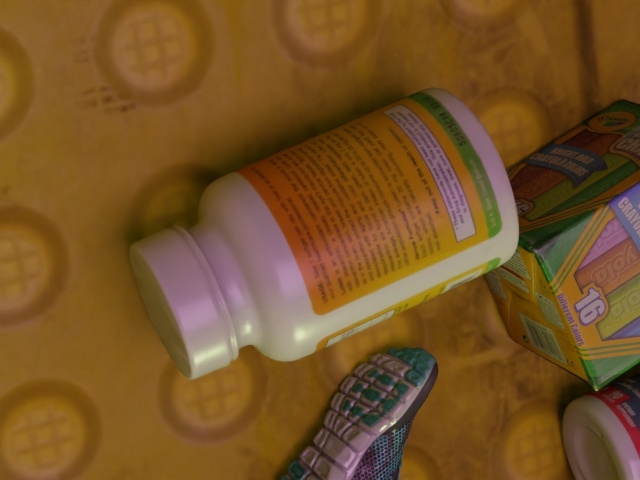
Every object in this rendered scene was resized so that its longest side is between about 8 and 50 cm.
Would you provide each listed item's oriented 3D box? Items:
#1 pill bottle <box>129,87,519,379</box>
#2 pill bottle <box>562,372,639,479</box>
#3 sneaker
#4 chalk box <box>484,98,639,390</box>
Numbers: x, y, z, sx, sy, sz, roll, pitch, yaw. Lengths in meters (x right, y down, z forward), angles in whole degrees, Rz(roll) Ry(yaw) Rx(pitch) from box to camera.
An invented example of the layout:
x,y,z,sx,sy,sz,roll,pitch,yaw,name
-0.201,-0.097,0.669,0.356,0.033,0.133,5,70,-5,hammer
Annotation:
x,y,z,sx,sy,sz,roll,pitch,yaw,name
0.000,0.000,1.199,0.245,0.136,0.136,-24,112,-15,pill bottle
0.293,0.146,1.378,0.180,0.108,0.108,-19,111,-18,pill bottle
0.037,0.155,1.309,0.166,0.065,0.076,-52,133,1,sneaker
0.234,-0.013,1.297,0.213,0.132,0.132,-33,114,-13,chalk box
